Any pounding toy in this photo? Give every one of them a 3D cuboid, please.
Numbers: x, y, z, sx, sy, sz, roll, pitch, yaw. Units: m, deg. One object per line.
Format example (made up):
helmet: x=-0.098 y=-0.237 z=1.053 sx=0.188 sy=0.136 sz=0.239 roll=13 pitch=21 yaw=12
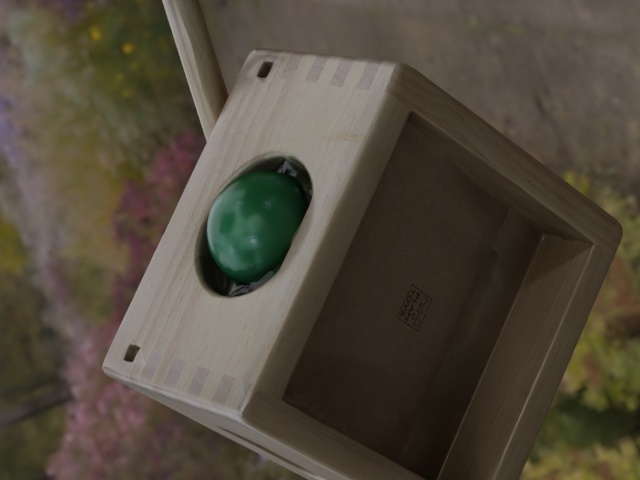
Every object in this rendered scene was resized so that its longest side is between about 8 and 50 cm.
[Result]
pounding toy: x=0.000 y=0.000 z=0.581 sx=0.141 sy=0.130 sz=0.100 roll=32 pitch=167 yaw=-38
